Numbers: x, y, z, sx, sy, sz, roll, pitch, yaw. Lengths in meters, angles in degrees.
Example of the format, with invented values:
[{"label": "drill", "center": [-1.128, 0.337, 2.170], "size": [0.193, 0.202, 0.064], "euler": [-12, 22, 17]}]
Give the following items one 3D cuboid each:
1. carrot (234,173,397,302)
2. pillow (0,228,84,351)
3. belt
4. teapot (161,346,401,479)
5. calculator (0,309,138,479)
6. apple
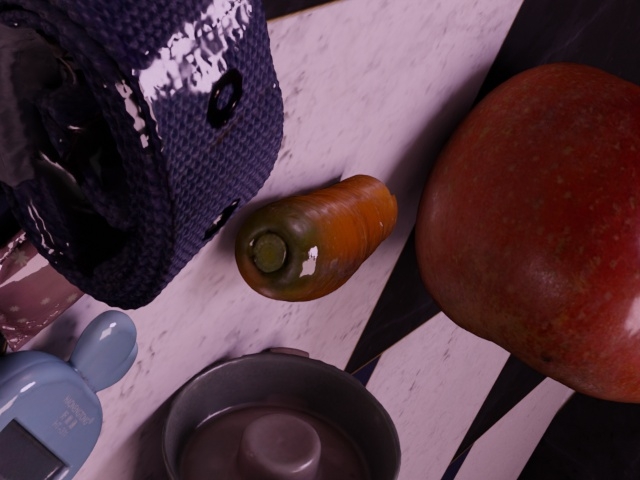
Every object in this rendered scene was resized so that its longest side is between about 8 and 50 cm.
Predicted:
[{"label": "carrot", "center": [0.000, 0.000, 1.196], "size": [0.087, 0.087, 0.193], "euler": [-62, 163, 19]}, {"label": "pillow", "center": [-0.132, -0.012, 0.904], "size": [0.185, 0.043, 0.118], "euler": [-50, 163, -16]}, {"label": "belt", "center": [-0.093, -0.075, 0.755], "size": [0.126, 0.140, 0.230], "euler": [-49, 158, -30]}, {"label": "teapot", "center": [-0.048, 0.271, 1.348], "size": [0.300, 0.253, 0.344], "euler": [-85, -175, -48]}, {"label": "calculator", "center": [-0.227, 0.163, 0.977], "size": [0.302, 0.042, 0.188], "euler": [-50, 160, -14]}, {"label": "apple", "center": [0.261, -0.009, 1.440], "size": [0.277, 0.348, 0.348], "euler": [-62, 161, 4]}]
